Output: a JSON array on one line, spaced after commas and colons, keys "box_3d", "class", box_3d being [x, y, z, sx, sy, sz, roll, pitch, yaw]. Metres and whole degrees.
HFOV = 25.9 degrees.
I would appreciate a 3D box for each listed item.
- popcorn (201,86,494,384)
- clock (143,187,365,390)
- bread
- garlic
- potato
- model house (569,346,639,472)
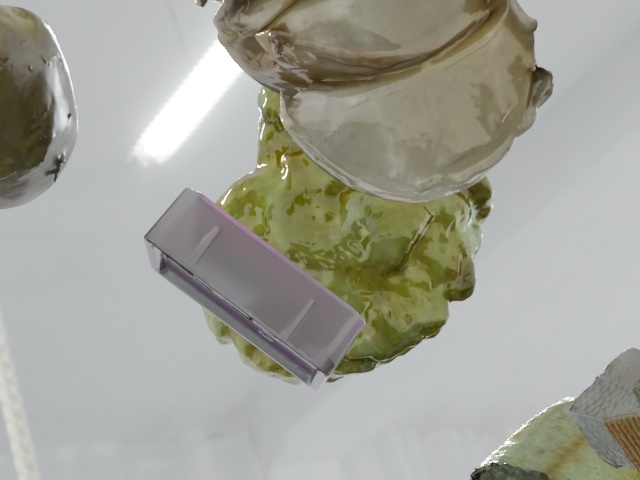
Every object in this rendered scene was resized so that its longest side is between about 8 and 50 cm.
[{"box_3d": [0.005, 0.003, 1.587, 0.292, 0.293, 0.334, 31, -91, -25], "class": "popcorn"}, {"box_3d": [-0.059, 0.046, 1.235, 0.063, 0.197, 0.150, -52, -5, -12], "class": "clock"}, {"box_3d": [0.352, 0.350, 1.746, 0.395, 0.264, 0.239, 31, -60, -3], "class": "bread"}, {"box_3d": [0.010, -0.168, 0.885, 0.203, 0.185, 0.281, -23, -64, -21], "class": "garlic"}, {"box_3d": [-0.335, -0.142, 1.420, 0.141, 0.191, 0.296, 21, -17, 19], "class": "potato"}, {"box_3d": [0.317, 0.166, 1.335, 0.100, 0.100, 0.088, -45, -67, -19], "class": "model house"}]
